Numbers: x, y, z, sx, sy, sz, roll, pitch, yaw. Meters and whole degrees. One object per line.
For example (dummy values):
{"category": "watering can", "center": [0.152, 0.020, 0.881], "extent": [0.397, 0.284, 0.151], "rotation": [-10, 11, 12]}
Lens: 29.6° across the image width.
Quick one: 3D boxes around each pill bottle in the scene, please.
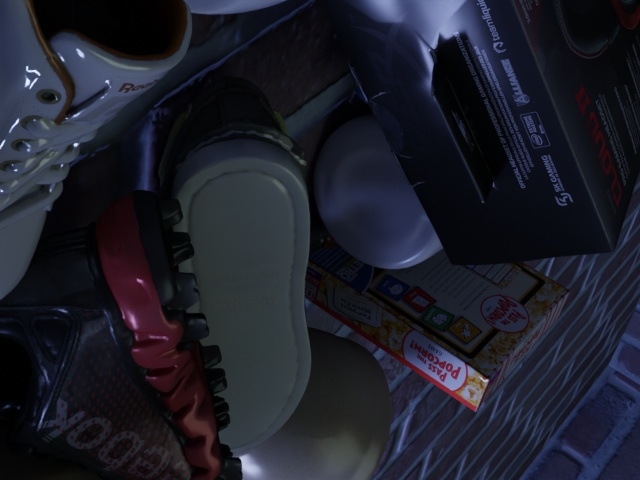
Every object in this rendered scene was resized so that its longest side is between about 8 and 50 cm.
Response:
{"category": "pill bottle", "center": [0.101, -0.067, 1.003], "extent": [0.221, 0.124, 0.124], "rotation": [-29, 146, -52]}

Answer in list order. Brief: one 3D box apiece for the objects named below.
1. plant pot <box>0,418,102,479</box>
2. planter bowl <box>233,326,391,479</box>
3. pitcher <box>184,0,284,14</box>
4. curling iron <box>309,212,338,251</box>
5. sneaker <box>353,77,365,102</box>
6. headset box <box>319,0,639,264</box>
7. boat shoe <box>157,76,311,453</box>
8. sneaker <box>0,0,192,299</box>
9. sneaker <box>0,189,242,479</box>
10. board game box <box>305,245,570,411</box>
{"category": "plant pot", "center": [-0.169, 0.312, 0.722], "extent": [0.323, 0.280, 0.323], "rotation": [-48, 159, -26]}
{"category": "planter bowl", "center": [-0.039, 0.135, 0.966], "extent": [0.109, 0.162, 0.162], "rotation": [34, 89, -43]}
{"category": "pitcher", "center": [-0.024, -0.183, 0.580], "extent": [0.207, 0.125, 0.178], "rotation": [-56, 178, -37]}
{"category": "curling iron", "center": [0.000, 0.000, 0.998], "extent": [0.274, 0.035, 0.068], "rotation": [-33, 153, -47]}
{"category": "sneaker", "center": [0.086, -0.172, 0.908], "extent": [0.126, 0.091, 0.240], "rotation": [-34, -172, 36]}
{"category": "headset box", "center": [0.118, -0.142, 0.716], "extent": [0.218, 0.110, 0.293], "rotation": [61, 41, -31]}
{"category": "boat shoe", "center": [-0.061, 0.031, 0.802], "extent": [0.305, 0.109, 0.091], "rotation": [100, -14, -45]}
{"category": "sneaker", "center": [-0.125, -0.059, 0.505], "extent": [0.106, 0.123, 0.290], "rotation": [-39, 154, -44]}
{"category": "sneaker", "center": [-0.122, 0.092, 0.712], "extent": [0.135, 0.098, 0.276], "rotation": [-14, 135, -4]}
{"category": "board game box", "center": [0.097, 0.043, 1.052], "extent": [0.147, 0.193, 0.045], "rotation": [-38, 152, -41]}
